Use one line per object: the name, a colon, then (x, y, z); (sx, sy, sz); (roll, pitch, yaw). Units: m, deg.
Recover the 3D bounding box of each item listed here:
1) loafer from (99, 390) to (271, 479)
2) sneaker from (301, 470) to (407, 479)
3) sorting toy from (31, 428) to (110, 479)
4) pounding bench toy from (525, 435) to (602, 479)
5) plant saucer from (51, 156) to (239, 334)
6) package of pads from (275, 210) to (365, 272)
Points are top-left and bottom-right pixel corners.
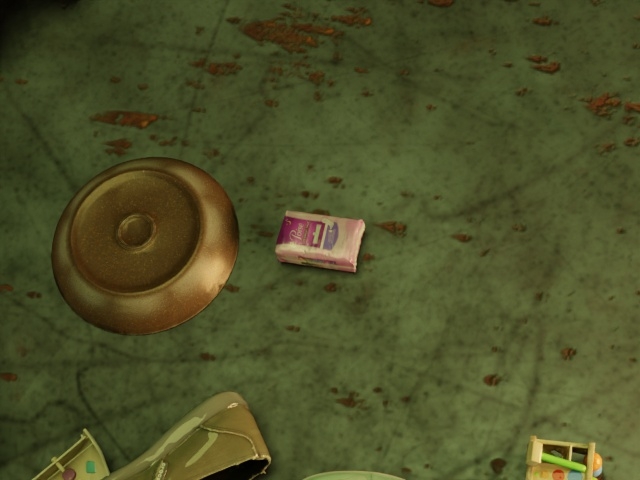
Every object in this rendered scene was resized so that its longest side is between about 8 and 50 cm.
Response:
loafer: (-0.147, 0.245, 1.352); (0.251, 0.094, 0.087); (-43, 62, -9)
sneaker: (0.079, 0.247, 1.280); (0.256, 0.151, 0.094); (15, 72, 17)
sorting toy: (-0.230, 0.236, 1.402); (0.083, 0.045, 0.075); (-39, 73, -8)
pounding bench toy: (0.216, 0.204, 1.311); (0.065, 0.083, 0.052); (4, 67, 13)
plant saucer: (-0.183, -0.003, 1.499); (0.198, 0.036, 0.198); (-4, 66, 9)
package of pads: (0.000, 0.000, 1.467); (0.083, 0.032, 0.050); (8, 66, 13)
